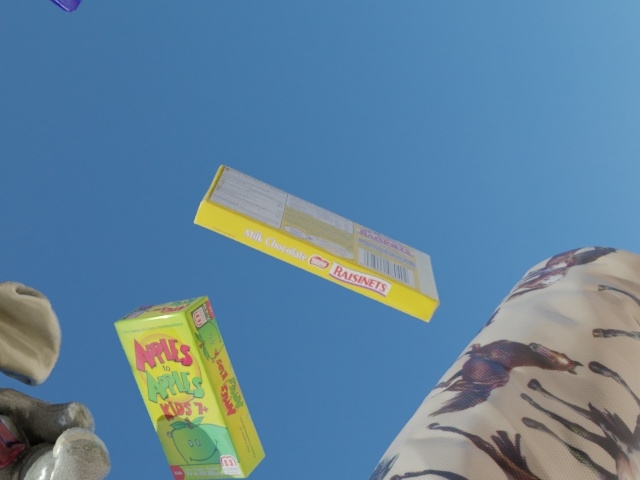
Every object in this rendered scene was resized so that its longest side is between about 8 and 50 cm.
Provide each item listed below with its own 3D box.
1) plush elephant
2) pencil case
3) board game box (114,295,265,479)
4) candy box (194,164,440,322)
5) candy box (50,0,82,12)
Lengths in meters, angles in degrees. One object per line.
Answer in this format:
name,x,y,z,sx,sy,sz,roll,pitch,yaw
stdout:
plush elephant,-0.394,0.171,0.940,0.272,0.330,0.255,-22,-87,-16
pencil case,0.147,0.152,0.584,0.410,0.184,0.159,-38,-34,-49
board game box,-0.131,0.152,0.903,0.043,0.092,0.181,-39,-66,-57
candy box,0.000,0.000,0.752,0.206,0.027,0.105,23,-163,-6
candy box,-0.155,-0.333,0.498,0.317,0.122,0.268,-53,-22,1
